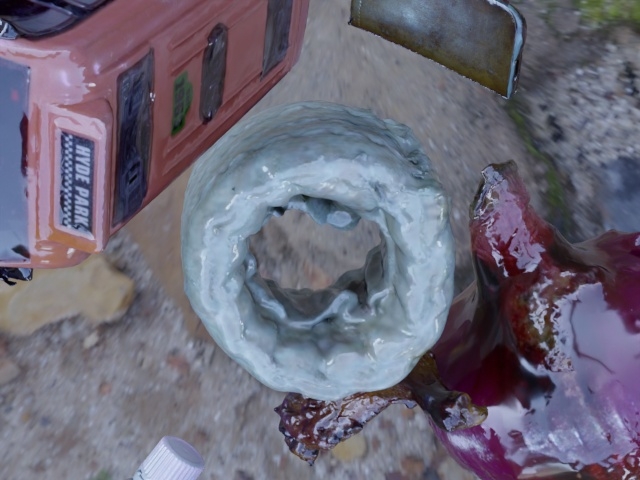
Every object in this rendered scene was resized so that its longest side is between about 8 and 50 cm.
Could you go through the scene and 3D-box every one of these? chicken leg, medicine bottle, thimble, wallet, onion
[{"bbox_3d":[0.066,0.175,1.760,0.096,0.407,0.158,37,66,-22],"label":"chicken leg"},{"bbox_3d":[-0.229,0.344,1.915,0.083,0.083,0.203,36,103,-5],"label":"medicine bottle"},{"bbox_3d":[0.000,0.000,1.539,0.291,0.195,0.291,-3,115,-7],"label":"thimble"},{"bbox_3d":[0.148,-0.283,1.892,0.255,0.031,0.137,30,133,26],"label":"wallet"},{"bbox_3d":[0.277,0.099,1.836,0.398,0.398,0.420,-31,120,6],"label":"onion"}]

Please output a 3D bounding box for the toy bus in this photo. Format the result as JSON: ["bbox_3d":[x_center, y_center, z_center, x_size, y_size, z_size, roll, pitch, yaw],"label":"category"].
[{"bbox_3d":[-0.174,-0.147,1.136,0.233,0.427,0.203,17,124,16],"label":"toy bus"}]
